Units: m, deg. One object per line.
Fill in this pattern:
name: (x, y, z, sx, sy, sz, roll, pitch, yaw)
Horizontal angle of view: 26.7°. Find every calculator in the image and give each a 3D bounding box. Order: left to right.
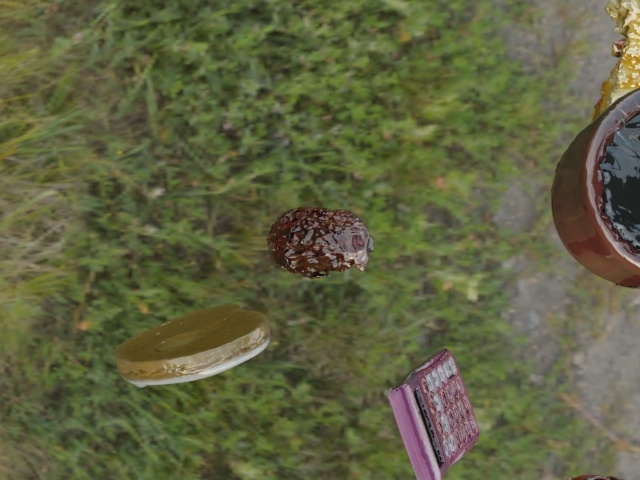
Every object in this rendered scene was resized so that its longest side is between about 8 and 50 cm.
calculator: (0.133, 0.207, 1.583, 0.190, 0.034, 0.127, -24, 94, -63)

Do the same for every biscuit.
biscuit: (-0.149, 0.129, 1.587, 0.181, 0.208, 0.049, -21, 104, -25)

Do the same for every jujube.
jujube: (-0.002, -0.004, 1.866, 0.104, 0.166, 0.104, 12, 75, -52)

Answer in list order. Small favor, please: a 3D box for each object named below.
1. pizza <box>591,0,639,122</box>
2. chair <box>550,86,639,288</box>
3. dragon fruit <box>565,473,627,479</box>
pizza: (0.579, -0.292, 2.123, 0.406, 0.439, 0.130, 47, 33, -44)
chair: (0.396, -0.069, 1.312, 0.226, 0.401, 0.227, 1, 86, -14)
dragon fruit: (0.455, 0.482, 2.146, 0.233, 0.293, 0.234, -1, 83, 7)
